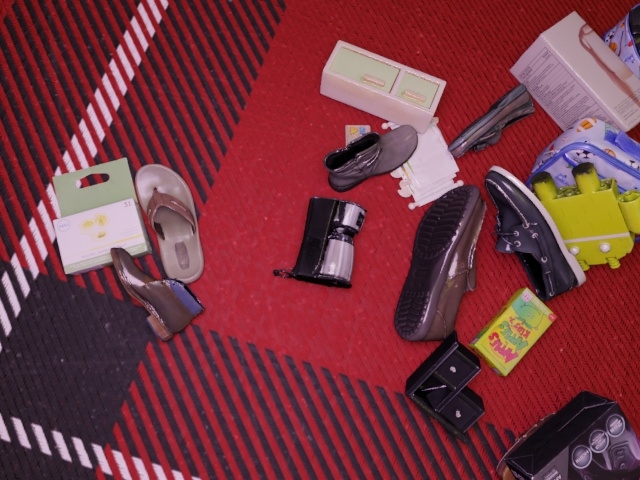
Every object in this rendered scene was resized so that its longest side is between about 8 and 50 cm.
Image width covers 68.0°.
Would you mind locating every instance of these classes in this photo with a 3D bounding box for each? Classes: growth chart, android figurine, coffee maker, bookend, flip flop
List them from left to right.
[{"bbox_3d":[-0.321,-0.041,1.014,0.112,0.080,0.276,-16,80,-8],"label":"flip flop"},{"bbox_3d":[0.000,0.000,1.016,0.172,0.120,0.178,12,76,-2],"label":"coffee maker"},{"bbox_3d":[0.238,-0.201,1.134,0.172,0.021,0.237,-17,79,-8],"label":"growth chart"},{"bbox_3d":[0.282,0.298,0.967,0.157,0.072,0.156,40,106,4],"label":"bookend"},{"bbox_3d":[0.565,-0.039,1.028,0.272,0.248,0.056,55,50,-25],"label":"android figurine"}]

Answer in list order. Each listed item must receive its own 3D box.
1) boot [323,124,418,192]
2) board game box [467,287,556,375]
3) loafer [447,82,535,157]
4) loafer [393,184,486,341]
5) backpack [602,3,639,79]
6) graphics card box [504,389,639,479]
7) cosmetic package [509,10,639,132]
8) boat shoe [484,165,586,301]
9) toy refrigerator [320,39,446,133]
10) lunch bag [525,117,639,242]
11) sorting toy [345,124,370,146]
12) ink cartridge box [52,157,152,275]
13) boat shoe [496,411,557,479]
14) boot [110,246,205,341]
[{"bbox_3d":[0.121,-0.194,1.037,0.247,0.161,0.083,-32,80,-5],"label":"boot"},{"bbox_3d":[0.424,0.201,1.050,0.181,0.043,0.092,-43,85,-13],"label":"board game box"},{"bbox_3d":[0.419,-0.273,1.134,0.268,0.096,0.084,-41,95,-16],"label":"loafer"},{"bbox_3d":[0.276,0.055,1.042,0.130,0.134,0.365,25,85,-27],"label":"loafer"},{"bbox_3d":[0.823,-0.455,1.152,0.264,0.213,0.276,-2,71,-16],"label":"backpack"},{"bbox_3d":[0.554,0.514,0.926,0.233,0.094,0.370,-33,95,-11],"label":"graphics card box"},{"bbox_3d":[0.629,-0.373,1.146,0.129,0.153,0.296,-37,85,-14],"label":"cosmetic package"},{"bbox_3d":[0.430,-0.002,1.010,0.113,0.127,0.340,-40,113,4],"label":"boat shoe"},{"bbox_3d":[0.144,-0.361,1.112,0.270,0.094,0.102,23,71,3],"label":"toy refrigerator"},{"bbox_3d":[0.622,-0.125,1.038,0.304,0.243,0.114,32,71,3],"label":"lunch bag"},{"bbox_3d":[0.091,-0.238,1.133,0.062,0.012,0.083,1,77,-6],"label":"sorting toy"},{"bbox_3d":[-0.478,-0.059,1.018,0.171,0.056,0.234,-17,81,-8],"label":"ink cartridge box"},{"bbox_3d":[0.446,0.432,0.987,0.207,0.073,0.073,-25,104,-14],"label":"boat shoe"},{"bbox_3d":[-0.332,0.090,0.973,0.106,0.082,0.219,-31,100,-8],"label":"boot"}]
